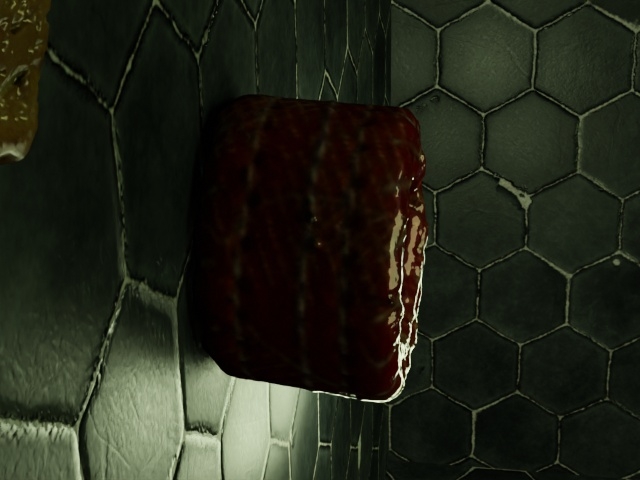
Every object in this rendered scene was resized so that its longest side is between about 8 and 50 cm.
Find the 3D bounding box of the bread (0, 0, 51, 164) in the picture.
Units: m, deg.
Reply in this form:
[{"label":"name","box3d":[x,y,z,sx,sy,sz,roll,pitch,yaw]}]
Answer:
[{"label":"bread","box3d":[-0.206,-0.074,0.445,0.271,0.077,0.139,-40,142,-73]}]

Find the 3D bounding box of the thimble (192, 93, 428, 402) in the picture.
[{"label":"thimble","box3d":[0.000,0.000,1.215,0.350,0.230,0.350,4,90,-81]}]
